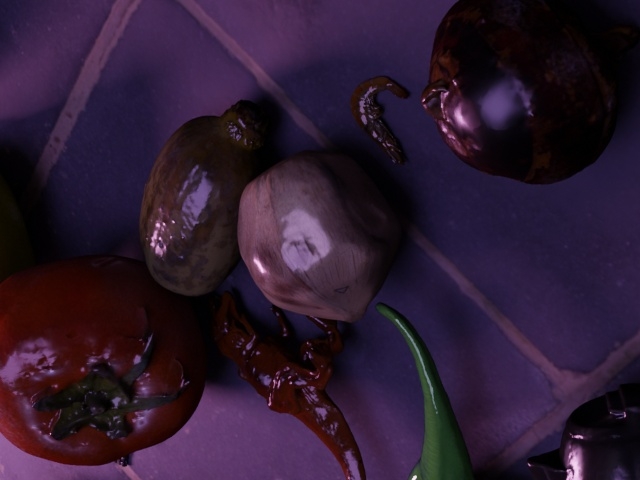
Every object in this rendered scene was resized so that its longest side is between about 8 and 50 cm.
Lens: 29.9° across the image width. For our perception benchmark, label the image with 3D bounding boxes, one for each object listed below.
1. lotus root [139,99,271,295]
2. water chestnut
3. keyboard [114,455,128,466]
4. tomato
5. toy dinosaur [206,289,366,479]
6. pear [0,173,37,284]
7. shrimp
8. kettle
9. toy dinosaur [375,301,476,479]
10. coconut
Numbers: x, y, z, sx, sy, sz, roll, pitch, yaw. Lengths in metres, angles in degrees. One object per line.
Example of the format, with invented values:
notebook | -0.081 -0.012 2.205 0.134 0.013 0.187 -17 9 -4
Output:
lotus root | -0.158 -0.059 1.619 0.173 0.173 0.309 35 125 18
water chestnut | 0.225 -0.168 1.264 0.224 0.238 0.224 55 172 11
keyboard | -0.345 0.297 2.014 0.060 0.018 0.195 23 124 22
tomato | -0.338 0.157 1.764 0.273 0.341 0.341 -107 28 -50
toy dinosaur | -0.018 0.202 1.650 0.432 0.097 0.208 50 135 21
pear | -0.577 0.036 1.928 0.342 0.238 0.318 -17 113 35
shrimp | 0.084 -0.149 1.476 0.083 0.023 0.114 -35 85 39
kettle | 0.416 0.310 1.354 0.321 0.228 0.324 -14 100 13
toy dinosaur | 0.131 0.331 1.638 0.374 0.144 0.500 -29 90 53
coconut | 0.000 0.000 1.497 0.224 0.224 0.224 16 120 30
